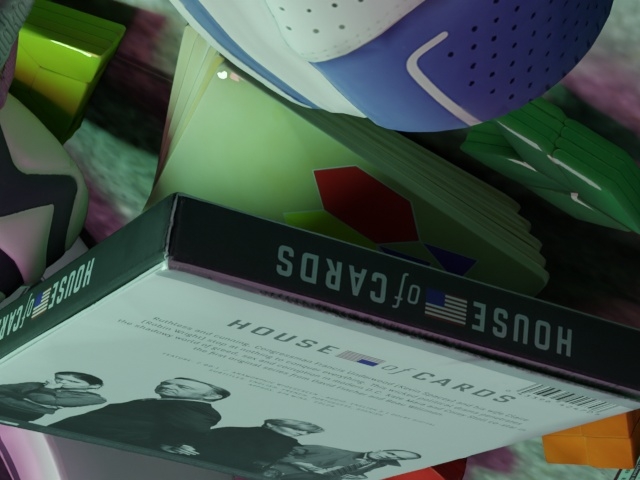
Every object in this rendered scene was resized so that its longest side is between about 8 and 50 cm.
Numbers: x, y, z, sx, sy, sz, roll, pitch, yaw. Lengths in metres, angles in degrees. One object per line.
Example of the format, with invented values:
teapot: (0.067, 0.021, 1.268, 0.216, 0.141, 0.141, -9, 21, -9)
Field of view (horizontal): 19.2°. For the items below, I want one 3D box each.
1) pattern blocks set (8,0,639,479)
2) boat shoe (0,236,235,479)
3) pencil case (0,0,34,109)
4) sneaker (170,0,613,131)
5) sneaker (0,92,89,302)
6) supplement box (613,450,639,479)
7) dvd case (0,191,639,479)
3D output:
pattern blocks set: (0.000, 0.000, 0.717, 0.285, 0.026, 0.325, 37, 153, -9)
boat shoe: (-0.143, 0.063, 0.888, 0.102, 0.108, 0.301, 5, 140, 42)
pencil case: (-0.178, -0.159, 0.503, 0.167, 0.160, 0.386, -5, 148, -2)
sneaker: (0.050, -0.128, 0.344, 0.182, 0.127, 0.315, 20, 149, 27)
sneaker: (-0.220, -0.037, 0.721, 0.235, 0.153, 0.094, 43, 158, 3)
supplement box: (0.149, 0.117, 0.723, 0.083, 0.055, 0.043, 45, 152, -22)
dvd case: (-0.021, 0.048, 0.680, 0.179, 0.030, 0.238, 16, 158, -24)
